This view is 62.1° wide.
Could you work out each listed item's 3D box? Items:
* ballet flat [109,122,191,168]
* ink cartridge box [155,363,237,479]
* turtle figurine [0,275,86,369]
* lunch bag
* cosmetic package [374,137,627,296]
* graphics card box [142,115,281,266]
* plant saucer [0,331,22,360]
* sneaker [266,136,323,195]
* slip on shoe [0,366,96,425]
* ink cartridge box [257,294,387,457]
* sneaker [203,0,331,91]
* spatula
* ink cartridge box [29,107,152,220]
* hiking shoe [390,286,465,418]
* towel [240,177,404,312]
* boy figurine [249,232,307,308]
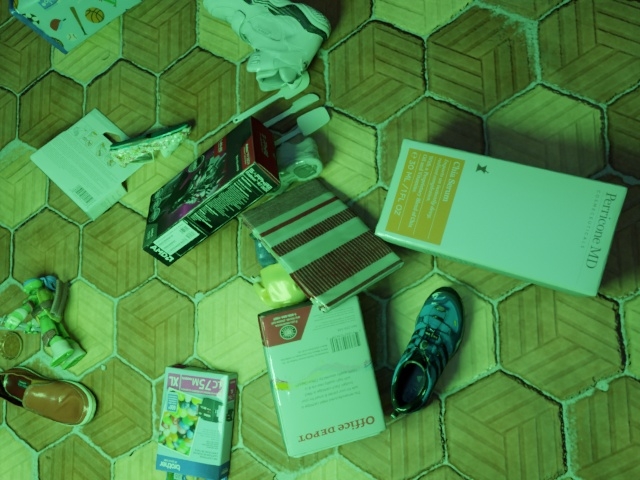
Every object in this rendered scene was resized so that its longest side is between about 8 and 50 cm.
[{"bbox_3d":[-0.463,-0.260,1.477,0.241,0.091,0.077,-15,119,4],"label":"ballet flat"},{"bbox_3d":[-0.320,0.487,1.361,0.186,0.065,0.311,3,87,18],"label":"ink cartridge box"},{"bbox_3d":[-0.799,0.252,1.466,0.266,0.275,0.198,48,133,12],"label":"turtle figurine"},{"bbox_3d":[-0.721,-0.807,1.542,0.328,0.239,0.385,-24,62,14],"label":"lunch bag"},{"bbox_3d":[0.374,-0.050,1.154,0.453,0.161,0.230,16,89,17],"label":"cosmetic package"},{"bbox_3d":[-0.274,-0.124,1.319,0.371,0.094,0.232,-35,38,19],"label":"graphics card box"},{"bbox_3d":[-0.922,0.316,1.587,0.084,0.013,0.083,-2,83,17],"label":"plant saucer"},{"bbox_3d":[-0.099,-0.194,1.365,0.232,0.090,0.115,-16,55,21],"label":"sneaker"},{"bbox_3d":[-0.775,0.437,1.484,0.331,0.101,0.123,15,87,17],"label":"slip on shoe"},{"bbox_3d":[-0.003,0.290,1.192,0.226,0.131,0.306,-10,88,-12],"label":"ink cartridge box"},{"bbox_3d":[-0.171,-0.523,1.379,0.366,0.137,0.210,21,85,15],"label":"sneaker"},{"bbox_3d":[-0.108,-0.322,1.406,0.242,0.019,0.168,-27,78,12],"label":"spatula"},{"bbox_3d":[-0.658,-0.227,1.544,0.275,0.060,0.239,40,71,17],"label":"ink cartridge box"},{"bbox_3d":[0.241,0.249,1.176,0.113,0.132,0.304,18,90,18],"label":"hiking shoe"},{"bbox_3d":[0.000,0.000,1.236,0.237,0.037,0.329,-29,59,-26],"label":"towel"},{"bbox_3d":[-0.081,0.099,1.314,0.177,0.092,0.285,-22,79,13],"label":"boy figurine"}]
